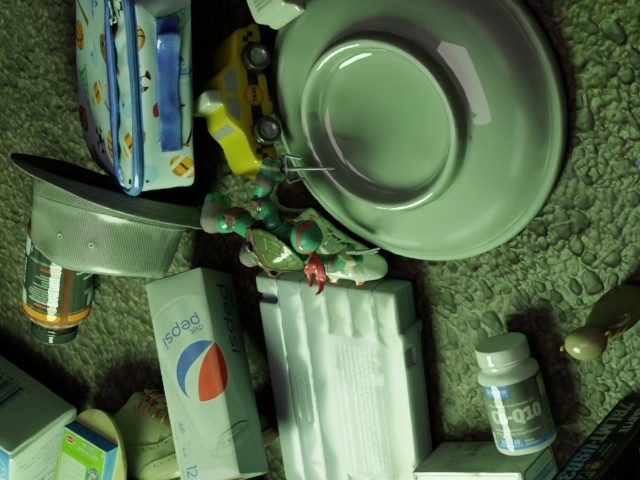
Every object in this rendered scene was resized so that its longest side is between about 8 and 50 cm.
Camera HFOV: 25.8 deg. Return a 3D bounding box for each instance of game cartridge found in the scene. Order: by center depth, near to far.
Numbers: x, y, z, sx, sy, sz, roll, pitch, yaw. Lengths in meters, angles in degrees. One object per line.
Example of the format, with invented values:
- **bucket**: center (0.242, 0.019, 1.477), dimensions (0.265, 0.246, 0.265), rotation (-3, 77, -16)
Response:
- **game cartridge**: center (0.041, 0.211, 1.879), dimensions (0.230, 0.068, 0.355), rotation (5, 113, 28)

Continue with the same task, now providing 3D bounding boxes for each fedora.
- **fedora**: center (-0.294, -0.020, 1.868), dimensions (0.275, 0.244, 0.124), rotation (17, 95, 15)

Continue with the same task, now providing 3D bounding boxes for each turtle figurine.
- **turtle figurine**: center (-0.044, -0.014, 1.698), dimensions (0.234, 0.118, 0.175), rotation (-1, 124, 53)

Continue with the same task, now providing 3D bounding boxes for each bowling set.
- **bowling set**: center (0.432, 0.121, 1.507), dimensions (0.287, 0.154, 0.199), rotation (-27, 94, 40)

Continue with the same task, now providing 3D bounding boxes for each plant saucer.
- **plant saucer**: center (0.089, -0.149, 1.653), dimensions (0.401, 0.100, 0.400), rotation (14, 118, 29)

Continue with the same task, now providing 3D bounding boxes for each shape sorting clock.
- **shape sorting clock**: center (-0.337, 0.350, 2.050), dimensions (0.206, 0.040, 0.206), rotation (-9, 78, 53)

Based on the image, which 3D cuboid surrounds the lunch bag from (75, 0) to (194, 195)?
- **lunch bag**: center (-0.234, -0.220, 1.763), dimensions (0.243, 0.115, 0.303), rotation (-138, 42, -58)

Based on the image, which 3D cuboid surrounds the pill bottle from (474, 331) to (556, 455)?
- **pill bottle**: center (0.238, 0.187, 1.719), dimensions (0.078, 0.078, 0.137), rotation (-7, 107, 36)

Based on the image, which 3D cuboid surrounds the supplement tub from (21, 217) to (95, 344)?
- **supplement tub**: center (-0.387, 0.057, 2.067), dimensions (0.106, 0.106, 0.197), rotation (26, 123, 22)

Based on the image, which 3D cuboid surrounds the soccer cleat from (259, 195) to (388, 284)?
- **soccer cleat**: center (0.000, 0.000, 1.805), dimensions (0.196, 0.068, 0.076), rotation (20, 118, 29)

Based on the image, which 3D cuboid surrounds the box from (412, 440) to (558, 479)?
- **box**: center (0.244, 0.408, 1.810), dimensions (0.169, 0.087, 0.289), rotation (-6, 108, 36)

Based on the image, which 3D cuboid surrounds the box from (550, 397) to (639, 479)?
- **box**: center (0.353, 0.371, 1.585), dimensions (0.073, 0.295, 0.293), rotation (-9, 105, 37)

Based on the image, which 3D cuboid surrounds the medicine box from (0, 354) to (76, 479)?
- **medicine box**: center (-0.543, 0.332, 2.248), dimensions (0.263, 0.149, 0.289), rotation (31, 134, 20)

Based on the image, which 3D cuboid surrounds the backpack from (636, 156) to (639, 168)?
- **backpack**: center (0.391, -0.098, 1.471), dimensions (0.114, 0.105, 0.084), rotation (-46, 60, 39)

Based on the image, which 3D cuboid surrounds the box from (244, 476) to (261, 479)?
- **box**: center (-0.188, 0.446, 2.019), dimensions (0.163, 0.247, 0.142), rotation (-27, 96, 40)

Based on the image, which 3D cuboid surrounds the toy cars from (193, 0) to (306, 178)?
- **toy cars**: center (-0.095, -0.259, 1.691), dimensions (0.176, 0.087, 0.393), rotation (51, 138, 48)

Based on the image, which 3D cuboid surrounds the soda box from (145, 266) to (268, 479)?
- **soda box**: center (-0.153, 0.186, 1.894), dimensions (0.091, 0.098, 0.286), rotation (-16, 77, 20)

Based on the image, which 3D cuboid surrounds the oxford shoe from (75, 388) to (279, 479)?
- **oxford shoe**: center (-0.231, 0.289, 2.051), dimensions (0.397, 0.140, 0.146), rotation (-18, 93, 36)
